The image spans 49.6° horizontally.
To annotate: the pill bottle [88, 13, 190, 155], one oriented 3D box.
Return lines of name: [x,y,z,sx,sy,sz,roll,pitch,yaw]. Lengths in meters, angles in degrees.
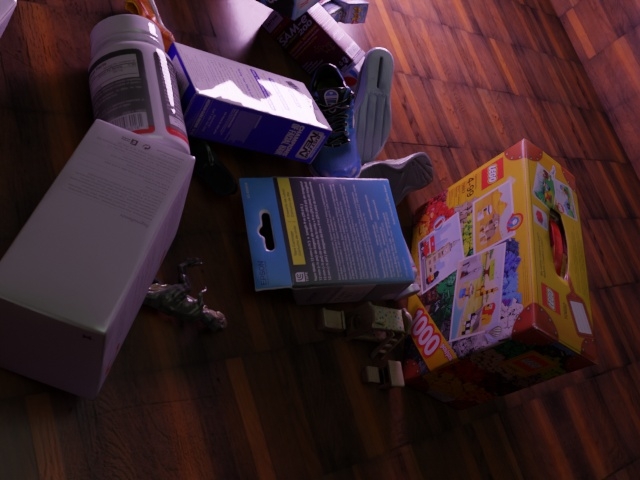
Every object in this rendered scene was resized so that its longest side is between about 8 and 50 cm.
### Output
pill bottle: [-0.342,-0.262,1.286,0.161,0.161,0.283,5,62,-40]

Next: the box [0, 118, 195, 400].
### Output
box: [-0.340,0.024,1.047,0.168,0.215,0.345,21,49,-6]

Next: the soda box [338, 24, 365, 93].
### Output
soda box: [0.073,-0.472,1.851,0.216,0.069,0.074,51,43,-6]

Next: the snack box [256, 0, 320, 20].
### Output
snack box: [-0.135,-0.655,1.658,0.322,0.060,0.187,31,55,16]

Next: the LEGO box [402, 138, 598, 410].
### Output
LEGO box: [0.390,0.083,1.570,0.193,0.372,0.500,29,48,-25]

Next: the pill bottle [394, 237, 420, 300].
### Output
pill bottle: [0.171,0.054,1.602,0.087,0.087,0.160,-7,70,-44]

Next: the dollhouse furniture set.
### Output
dollhouse furniture set: [0.099,0.216,1.428,0.181,0.101,0.161,13,57,-36]

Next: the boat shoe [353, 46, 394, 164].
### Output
boat shoe: [0.127,-0.334,1.759,0.109,0.094,0.302,13,85,-8]

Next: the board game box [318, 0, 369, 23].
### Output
board game box: [0.018,-0.624,1.836,0.194,0.060,0.194,26,40,17]

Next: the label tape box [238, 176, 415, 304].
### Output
label tape box: [0.000,0.000,1.453,0.347,0.115,0.249,-2,66,-22]

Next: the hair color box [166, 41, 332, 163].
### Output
hair color box: [-0.160,-0.285,1.470,0.338,0.110,0.185,7,41,-37]

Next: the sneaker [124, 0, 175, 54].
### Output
sneaker: [-0.358,-0.439,1.467,0.067,0.064,0.175,-28,79,-27]

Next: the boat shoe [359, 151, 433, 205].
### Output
boat shoe: [0.153,-0.144,1.713,0.320,0.103,0.118,-27,103,-41]

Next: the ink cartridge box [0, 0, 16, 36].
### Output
ink cartridge box: [-0.673,-0.291,1.010,0.279,0.160,0.385,34,47,-22]

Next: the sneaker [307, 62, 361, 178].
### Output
sneaker: [0.020,-0.274,1.602,0.129,0.147,0.330,-8,59,-2]

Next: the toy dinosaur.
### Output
toy dinosaur: [-0.270,0.083,1.216,0.268,0.064,0.118,18,61,-29]

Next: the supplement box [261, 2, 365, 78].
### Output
supplement box: [-0.018,-0.508,1.747,0.239,0.130,0.073,44,46,-11]

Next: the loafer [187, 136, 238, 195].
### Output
loafer: [-0.232,-0.155,1.407,0.170,0.062,0.061,52,4,7]
